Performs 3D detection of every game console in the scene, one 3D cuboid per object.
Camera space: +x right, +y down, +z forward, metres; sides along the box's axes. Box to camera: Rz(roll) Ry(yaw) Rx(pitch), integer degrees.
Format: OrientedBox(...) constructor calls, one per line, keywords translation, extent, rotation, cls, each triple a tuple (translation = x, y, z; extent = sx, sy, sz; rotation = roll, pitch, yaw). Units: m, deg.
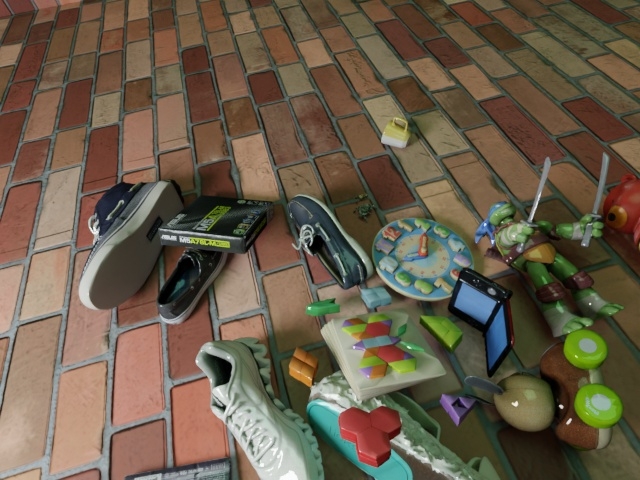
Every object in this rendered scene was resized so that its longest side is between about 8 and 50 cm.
OrientedBox(translation=(0.259, 0.136, 0.677), extent=(0.124, 0.144, 0.085), rotation=(32, 61, 26), cls="game console")

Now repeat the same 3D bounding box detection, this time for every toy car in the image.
OrientedBox(translation=(0.315, 0.223, 0.613), extent=(0.188, 0.155, 0.149), rotation=(-3, 51, 19), cls="toy car")

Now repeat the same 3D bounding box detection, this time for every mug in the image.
OrientedBox(translation=(0.197, -0.270, 1.044), extent=(0.064, 0.078, 0.062), rotation=(27, 86, 14), cls="mug")

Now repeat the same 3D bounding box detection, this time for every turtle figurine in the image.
OrientedBox(translation=(0.419, 0.008, 0.705), extent=(0.274, 0.197, 0.267), rotation=(-35, 67, 30), cls="turtle figurine")

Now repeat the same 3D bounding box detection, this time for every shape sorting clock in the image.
OrientedBox(translation=(0.206, 0.030, 0.822), extent=(0.205, 0.040, 0.206), rotation=(-1, 48, 1), cls="shape sorting clock")

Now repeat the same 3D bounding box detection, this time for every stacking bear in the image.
OrientedBox(translation=(0.659, -0.009, 0.749), extent=(0.164, 0.176, 0.289), rotation=(-22, 46, -9), cls="stacking bear")

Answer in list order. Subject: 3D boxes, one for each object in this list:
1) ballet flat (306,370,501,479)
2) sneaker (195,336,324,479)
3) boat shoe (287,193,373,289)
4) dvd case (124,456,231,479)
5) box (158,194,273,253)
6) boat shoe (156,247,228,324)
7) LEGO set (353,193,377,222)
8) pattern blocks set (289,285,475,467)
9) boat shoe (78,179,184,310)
OrientedBox(translation=(0.159, 0.315, 0.566), extent=(0.408, 0.147, 0.147), rotation=(35, 63, 28), cls="ballet flat")
OrientedBox(translation=(-0.102, 0.269, 0.615), extent=(0.110, 0.118, 0.292), rotation=(-46, 54, 6), cls="sneaker")
OrientedBox(translation=(0.000, 0.000, 0.845), extent=(0.079, 0.095, 0.255), rotation=(-26, 63, -28), cls="boat shoe")
OrientedBox(translation=(-0.205, 0.440, 0.571), extent=(0.164, 0.018, 0.222), rotation=(-9, 51, -3), cls="dvd case")
OrientedBox(translation=(-0.215, -0.041, 0.882), extent=(0.183, 0.045, 0.191), rotation=(8, 29, 9), cls="box")
OrientedBox(translation=(-0.263, 0.057, 0.834), extent=(0.080, 0.076, 0.229), rotation=(15, 55, 16), cls="boat shoe")
OrientedBox(translation=(0.099, -0.080, 0.936), extent=(0.054, 0.024, 0.083), rotation=(-22, 54, -11), cls="LEGO set")
OrientedBox(translation=(0.093, 0.169, 0.642), extent=(0.285, 0.026, 0.325), rotation=(-14, 27, -24), cls="pattern blocks set")
OrientedBox(translation=(-0.439, -0.002, 0.883), extent=(0.157, 0.127, 0.341), rotation=(4, 45, 17), cls="boat shoe")
